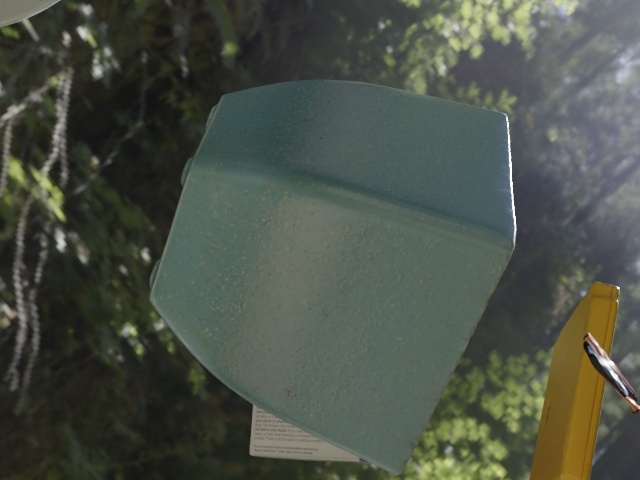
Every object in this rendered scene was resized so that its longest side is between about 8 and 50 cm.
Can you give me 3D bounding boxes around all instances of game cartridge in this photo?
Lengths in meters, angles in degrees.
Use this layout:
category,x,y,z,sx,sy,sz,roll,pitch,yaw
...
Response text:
category,x,y,z,sx,sy,sz,roll,pitch,yaw
game cartridge,0.365,0.238,1.709,0.053,0.285,0.323,13,-20,5

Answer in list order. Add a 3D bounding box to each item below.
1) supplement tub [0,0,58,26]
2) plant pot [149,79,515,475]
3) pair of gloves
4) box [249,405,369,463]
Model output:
category,x,y,z,sx,sy,sz,roll,pitch,yaw
supplement tub,-0.356,-0.384,1.093,0.331,0.241,0.241,58,-22,25
plant pot,0.000,0.000,1.008,0.252,0.248,0.247,20,-60,-5
pair of gloves,0.252,0.116,1.030,0.074,0.010,0.083,52,13,7
box,-0.002,0.165,1.256,0.126,0.137,0.072,-1,-12,21
